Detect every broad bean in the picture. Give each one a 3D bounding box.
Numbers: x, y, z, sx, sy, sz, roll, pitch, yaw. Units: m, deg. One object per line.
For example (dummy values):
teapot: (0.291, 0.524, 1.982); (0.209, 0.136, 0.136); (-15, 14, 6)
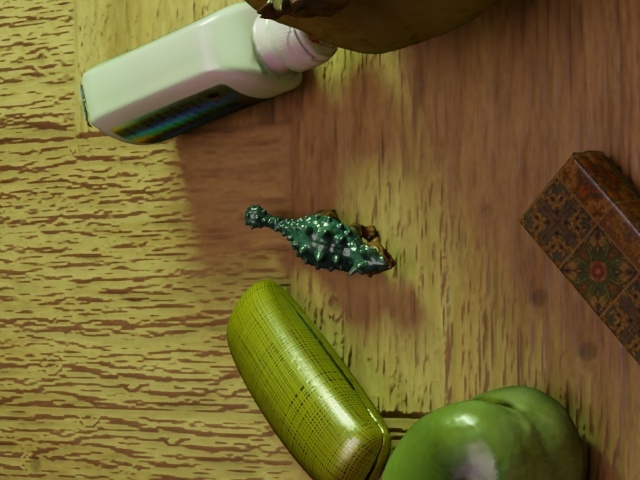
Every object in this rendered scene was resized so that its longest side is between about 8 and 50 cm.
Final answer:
broad bean: (0.119, 0.242, 1.431); (0.189, 0.121, 0.263); (1, 92, 38)

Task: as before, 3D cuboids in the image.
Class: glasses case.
glasses case: (-0.014, 0.120, 1.536); (0.079, 0.064, 0.234); (-61, 38, 19)
glasses case: (0.242, 0.036, 1.388); (0.218, 0.049, 0.075); (52, 124, 25)

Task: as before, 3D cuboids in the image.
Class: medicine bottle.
medicine bottle: (-0.087, -0.145, 1.592); (0.219, 0.115, 0.078); (-19, 76, 34)

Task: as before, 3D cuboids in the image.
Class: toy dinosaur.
toy dinosaur: (0.000, 0.000, 1.564); (0.154, 0.055, 0.049); (19, 104, 33)

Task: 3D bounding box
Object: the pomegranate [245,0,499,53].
pomegranate: (0.033, -0.282, 1.380); (0.342, 0.342, 0.342); (-1, 88, 36)
